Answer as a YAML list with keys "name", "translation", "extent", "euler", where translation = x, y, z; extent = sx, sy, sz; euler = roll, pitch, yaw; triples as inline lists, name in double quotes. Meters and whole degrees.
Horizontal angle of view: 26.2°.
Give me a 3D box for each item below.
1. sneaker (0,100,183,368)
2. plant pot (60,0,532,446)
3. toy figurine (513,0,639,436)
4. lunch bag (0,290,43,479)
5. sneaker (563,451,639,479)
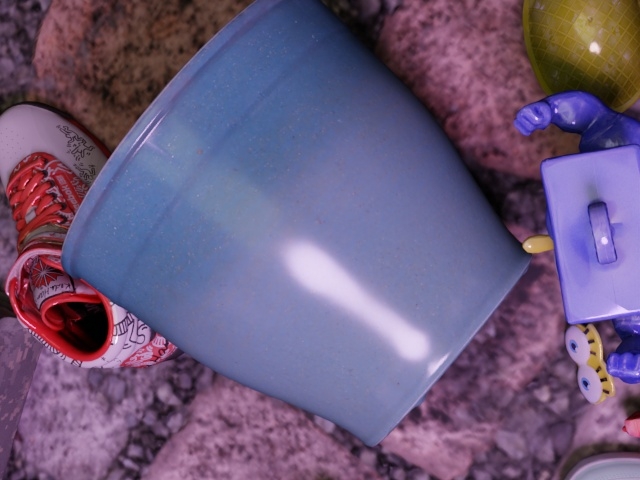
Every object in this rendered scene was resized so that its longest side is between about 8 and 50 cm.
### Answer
- name: "sneaker"
  translation: [-0.214, -0.010, 1.126]
  extent: [0.090, 0.145, 0.270]
  euler: [-40, 77, 19]
- name: "plant pot"
  translation: [0.000, 0.000, 0.986]
  extent: [0.255, 0.271, 0.272]
  euler: [40, 106, 5]
- name: "toy figurine"
  translation: [0.219, -0.038, 0.909]
  extent: [0.191, 0.217, 0.363]
  euler: [-8, 89, 22]
- name: "lunch bag"
  translation: [-0.413, 0.125, 1.201]
  extent: [0.287, 0.169, 0.235]
  euler: [21, 100, 16]
- name: "sneaker"
  translation: [0.269, 0.229, 0.932]
  extent: [0.256, 0.151, 0.094]
  euler: [27, 103, 21]
